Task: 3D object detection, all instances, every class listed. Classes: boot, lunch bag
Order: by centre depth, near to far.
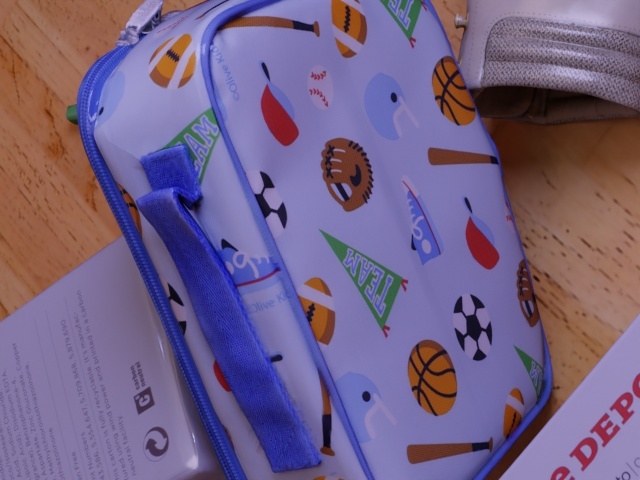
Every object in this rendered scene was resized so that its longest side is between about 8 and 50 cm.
[{"bbox_3d":[0.000,0.000,0.966,0.115,0.243,0.303,-17,102,37],"label":"lunch bag"},{"bbox_3d":[0.095,-0.174,1.082,0.262,0.095,0.204,11,88,36],"label":"boot"}]

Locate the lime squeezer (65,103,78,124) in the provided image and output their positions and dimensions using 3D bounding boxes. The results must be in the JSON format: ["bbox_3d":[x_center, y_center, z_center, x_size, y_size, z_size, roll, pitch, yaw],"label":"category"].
[{"bbox_3d":[-0.070,-0.153,1.235,0.310,0.059,0.110,-44,56,24],"label":"lime squeezer"}]

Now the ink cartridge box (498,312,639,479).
[{"bbox_3d":[0.213,0.186,0.878,0.201,0.117,0.278,-52,53,17],"label":"ink cartridge box"}]

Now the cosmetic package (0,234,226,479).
[{"bbox_3d":[-0.155,0.163,1.126,0.385,0.217,0.156,-31,61,28],"label":"cosmetic package"}]
